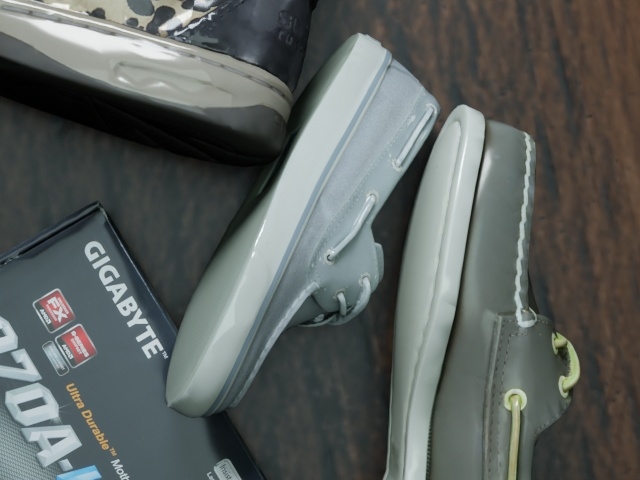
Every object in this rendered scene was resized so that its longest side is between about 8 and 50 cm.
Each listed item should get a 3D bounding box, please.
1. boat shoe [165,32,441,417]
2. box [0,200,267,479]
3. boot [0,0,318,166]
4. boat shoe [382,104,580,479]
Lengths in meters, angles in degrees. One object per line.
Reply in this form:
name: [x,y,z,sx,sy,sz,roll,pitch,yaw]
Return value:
boat shoe: [0.000,0.000,0.776,0.081,0.079,0.227,33,67,-14]
box: [-0.134,0.117,0.791,0.175,0.051,0.220,-30,90,-6]
boot: [-0.150,-0.226,0.765,0.377,0.138,0.284,21,82,2]
boat shoe: [0.082,0.085,0.785,0.091,0.109,0.305,7,93,-5]
